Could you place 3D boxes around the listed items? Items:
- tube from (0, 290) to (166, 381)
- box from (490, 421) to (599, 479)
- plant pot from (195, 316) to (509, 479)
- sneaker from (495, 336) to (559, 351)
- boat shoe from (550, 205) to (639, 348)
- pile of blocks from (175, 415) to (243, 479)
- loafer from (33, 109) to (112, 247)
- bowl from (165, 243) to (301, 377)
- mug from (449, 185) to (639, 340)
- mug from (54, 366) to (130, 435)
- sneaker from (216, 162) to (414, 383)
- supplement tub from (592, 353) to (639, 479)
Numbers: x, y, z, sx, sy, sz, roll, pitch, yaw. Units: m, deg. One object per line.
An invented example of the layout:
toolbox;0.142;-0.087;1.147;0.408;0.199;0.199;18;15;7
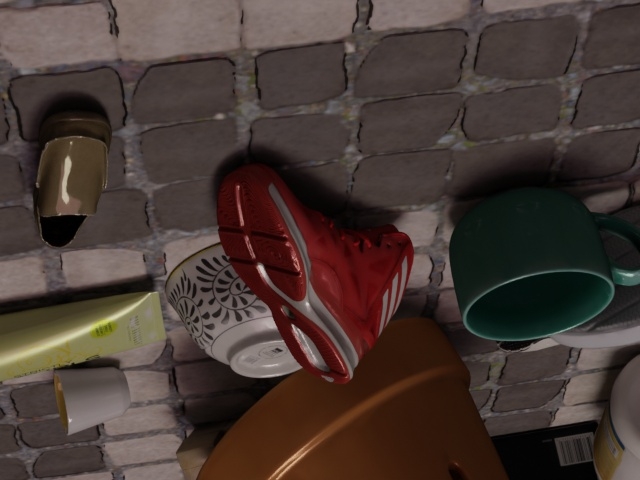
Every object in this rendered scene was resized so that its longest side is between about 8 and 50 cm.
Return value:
tube;-0.255;0.089;1.424;0.240;0.062;0.070;-11;-168;-8
box;0.202;0.311;1.929;0.261;0.103;0.184;-9;154;-2
plant pot;0.053;0.243;1.538;0.291;0.203;0.291;-31;158;-14
sneaker;0.225;0.086;1.597;0.109;0.040;0.044;-10;168;6
boat shoe;0.352;0.020;1.421;0.335;0.121;0.119;-24;144;20
pile of blocks;-0.035;0.295;1.769;0.112;0.149;0.362;-17;150;12
loafer;-0.183;-0.044;1.208;0.056;0.050;0.148;-2;151;-14
bowl;-0.048;0.069;1.427;0.170;0.080;0.170;-8;151;-4
mug;0.186;0.015;1.384;0.157;0.097;0.129;6;147;-29
mug;-0.217;0.144;1.547;0.064;0.078;0.062;-11;120;-17
sneaker;0.000;0.000;1.340;0.087;0.128;0.221;14;139;38
supplement tub;0.372;0.213;1.756;0.144;0.144;0.200;-8;152;-4
